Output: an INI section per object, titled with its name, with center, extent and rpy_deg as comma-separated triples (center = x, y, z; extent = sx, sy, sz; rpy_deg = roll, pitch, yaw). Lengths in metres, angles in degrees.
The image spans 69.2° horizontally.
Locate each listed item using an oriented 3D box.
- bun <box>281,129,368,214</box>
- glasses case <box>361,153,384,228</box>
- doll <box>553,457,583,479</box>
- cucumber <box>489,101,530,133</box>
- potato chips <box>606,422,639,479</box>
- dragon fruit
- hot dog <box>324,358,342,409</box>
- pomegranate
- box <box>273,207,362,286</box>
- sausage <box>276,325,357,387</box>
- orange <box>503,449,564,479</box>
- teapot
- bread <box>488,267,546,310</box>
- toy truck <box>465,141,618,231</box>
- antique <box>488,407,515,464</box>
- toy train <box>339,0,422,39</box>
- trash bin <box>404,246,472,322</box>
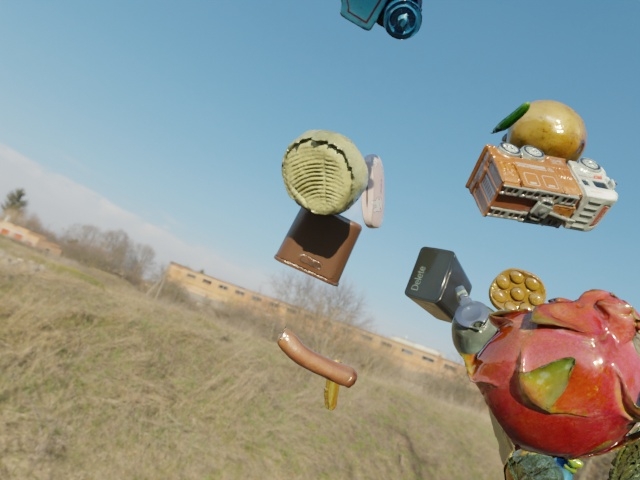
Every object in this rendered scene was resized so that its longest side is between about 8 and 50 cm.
[bun]
center = 0.022, -0.205, 1.346
extent = 0.259, 0.260, 0.152
rpy_deg = 15, 30, 24
[glasses case]
center = 0.210, -0.195, 1.849
extent = 0.075, 0.297, 0.113
rpy_deg = -4, -6, 32
[doll]
center = 0.692, 0.605, 1.356
extent = 0.098, 0.346, 0.341
rpy_deg = 21, 18, 21
[cucumber]
center = 0.643, -0.407, 1.566
extent = 0.037, 0.037, 0.155
rpy_deg = 28, -51, -30
[potato chips]
center = 0.498, 0.302, 0.674
extent = 0.219, 0.202, 0.029
rpy_deg = -9, 24, -23
[dragon fruit]
center = 0.330, 0.177, 0.629
extent = 0.227, 0.224, 0.224
rpy_deg = -29, -36, 19
[hot dog]
center = 0.042, 0.557, 1.798
extent = 0.047, 0.216, 0.066
rpy_deg = 19, 23, 39
[pomegranate]
center = 0.852, -0.388, 1.747
extent = 0.307, 0.307, 0.307
rpy_deg = 20, -13, 5
[box]
center = 0.000, 0.000, 1.680
extent = 0.239, 0.229, 0.339
rpy_deg = 26, 4, -1
[sausage]
center = -0.006, 0.220, 0.854
extent = 0.176, 0.047, 0.040
rpy_deg = 33, 13, -16
[orange]
center = 0.499, 0.551, 1.060
extent = 0.134, 0.157, 0.156
rpy_deg = -1, -4, -22
[teapot]
center = 0.323, 0.163, 0.952
extent = 0.111, 0.149, 0.108
rpy_deg = -3, -47, 32
[bread]
center = 0.401, 0.109, 0.947
extent = 0.110, 0.110, 0.024
rpy_deg = 16, -6, 20
[toy truck]
center = 0.645, -0.140, 1.343
extent = 0.387, 0.207, 0.173
rpy_deg = 8, -48, -7
[antique]
center = 0.531, 0.454, 1.269
extent = 0.125, 0.284, 0.150
rpy_deg = -7, -36, 0
[toy train]
center = 0.196, -0.705, 1.205
extent = 0.265, 0.188, 0.300
rpy_deg = 25, -46, -13
[trash bin]
center = 0.371, 0.145, 1.422
extent = 0.115, 0.165, 0.225
rpy_deg = 11, -20, 38
